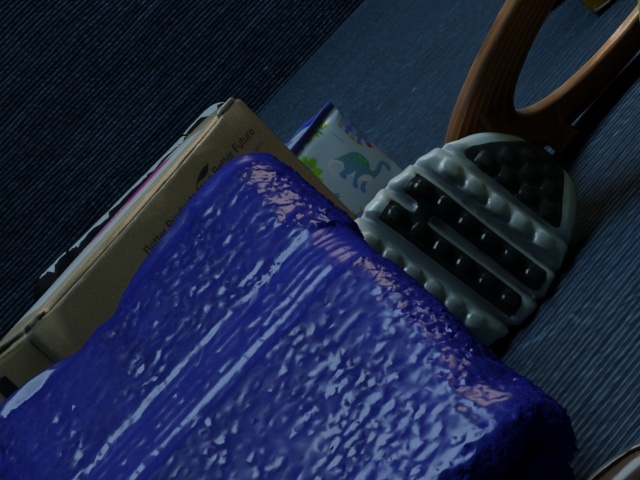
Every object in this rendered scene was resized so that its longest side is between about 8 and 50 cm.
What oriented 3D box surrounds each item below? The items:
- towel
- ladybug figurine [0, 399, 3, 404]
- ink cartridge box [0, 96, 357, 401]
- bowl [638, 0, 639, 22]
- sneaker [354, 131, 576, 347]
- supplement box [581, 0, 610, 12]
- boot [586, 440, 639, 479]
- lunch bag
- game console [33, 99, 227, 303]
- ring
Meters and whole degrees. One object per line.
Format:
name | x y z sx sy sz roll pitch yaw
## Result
towel | -0.030 0.100 0.800 0.228 0.076 0.308 -48 34 0
ladybug figurine | -0.387 0.242 1.565 0.449 0.162 0.305 5 64 53
ink cartridge box | -0.065 0.059 1.069 0.088 0.193 0.235 -33 14 52
bowl | 0.252 -0.185 0.846 0.289 0.156 0.289 -44 10 9
sneaker | 0.031 0.055 0.967 0.292 0.110 0.118 -48 0 -17
supplement box | 0.178 -0.398 1.473 0.195 0.356 0.194 -43 9 14
boot | 0.093 0.124 0.557 0.106 0.037 0.114 -57 3 13
lunch bag | 0.000 0.000 1.240 0.096 0.129 0.151 -42 10 48
game console | -0.134 0.025 1.641 0.293 0.250 0.173 -45 -18 3
ring | 0.195 -0.162 1.058 0.336 0.032 0.336 -44 -18 -18
